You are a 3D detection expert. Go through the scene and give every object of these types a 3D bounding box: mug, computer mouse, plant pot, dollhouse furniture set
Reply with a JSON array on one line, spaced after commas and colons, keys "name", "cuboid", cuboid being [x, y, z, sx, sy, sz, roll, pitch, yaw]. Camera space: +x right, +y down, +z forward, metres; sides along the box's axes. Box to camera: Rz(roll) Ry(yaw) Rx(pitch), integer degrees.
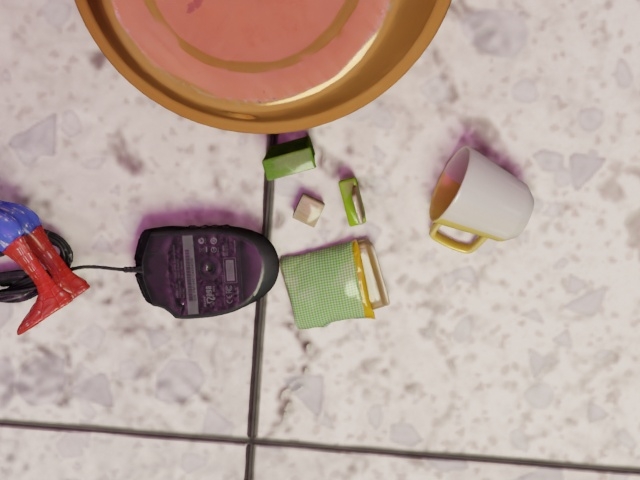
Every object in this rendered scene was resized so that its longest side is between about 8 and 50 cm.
[{"name": "mug", "cuboid": [0.121, -0.028, 1.390, 0.064, 0.078, 0.062, 24, 71, -14]}, {"name": "computer mouse", "cuboid": [-0.150, 0.021, 1.416, 0.242, 0.041, 0.071, 0, 99, 8]}, {"name": "plant pot", "cuboid": [-0.041, -0.202, 1.268, 0.291, 0.203, 0.291, 0, 104, 0]}, {"name": "dollhouse furniture set", "cuboid": [0.000, 0.000, 1.391, 0.076, 0.058, 0.151, -14, 103, 5]}]

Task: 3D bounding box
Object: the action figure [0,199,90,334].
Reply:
[{"name": "action figure", "cuboid": [-0.308, -0.040, 1.363, 0.139, 0.091, 0.280, -33, 93, 8]}]
